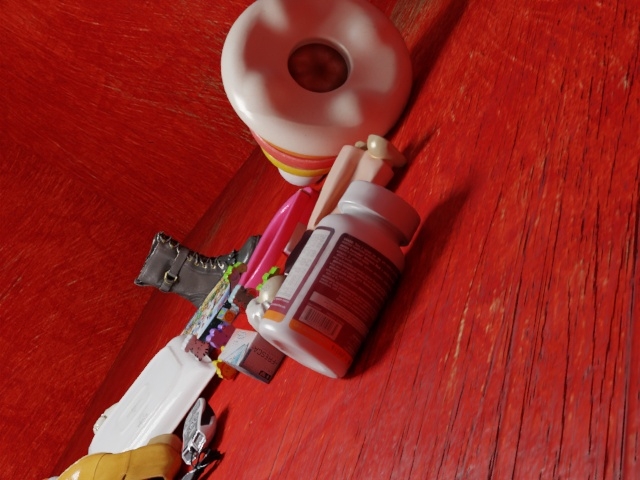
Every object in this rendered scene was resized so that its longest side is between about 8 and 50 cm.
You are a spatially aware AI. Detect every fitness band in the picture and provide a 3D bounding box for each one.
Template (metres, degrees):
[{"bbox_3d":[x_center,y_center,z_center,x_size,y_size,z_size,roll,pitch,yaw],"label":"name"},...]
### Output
[{"bbox_3d":[-0.090,0.006,1.891,0.209,0.054,0.291,-43,17,50],"label":"fitness band"}]

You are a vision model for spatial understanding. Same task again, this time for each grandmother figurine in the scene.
[{"bbox_3d":[0.000,0.000,1.431,0.342,0.104,0.208,-57,2,-12],"label":"grandmother figurine"}]

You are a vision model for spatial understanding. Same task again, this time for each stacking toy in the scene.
[{"bbox_3d":[-0.031,-0.244,1.853,0.351,0.350,0.480,-61,-3,-22],"label":"stacking toy"},{"bbox_3d":[-0.160,0.142,1.715,0.167,0.052,0.221,9,67,59],"label":"stacking toy"}]

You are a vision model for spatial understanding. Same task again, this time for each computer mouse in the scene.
[{"bbox_3d":[-0.191,0.324,1.487,0.106,0.042,0.193,-58,16,20],"label":"computer mouse"}]

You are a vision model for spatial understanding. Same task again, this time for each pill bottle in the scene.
[{"bbox_3d":[0.028,0.045,1.123,0.221,0.121,0.121,-59,12,-14],"label":"pill bottle"}]

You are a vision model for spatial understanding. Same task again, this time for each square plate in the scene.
[{"bbox_3d":[-0.356,0.347,1.857,0.347,0.049,0.344,-53,17,-6],"label":"square plate"}]

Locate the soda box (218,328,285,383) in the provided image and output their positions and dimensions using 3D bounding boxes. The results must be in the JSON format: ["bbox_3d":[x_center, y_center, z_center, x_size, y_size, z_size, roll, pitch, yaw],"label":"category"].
[{"bbox_3d":[-0.112,0.184,1.489,0.063,0.058,0.183,-59,11,-11],"label":"soda box"}]

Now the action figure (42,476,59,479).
[{"bbox_3d":[-0.636,0.675,2.063,0.341,0.178,0.330,-87,23,-72],"label":"action figure"}]

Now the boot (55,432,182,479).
[{"bbox_3d":[-0.373,0.433,1.575,0.295,0.104,0.211,-28,6,5],"label":"boot"}]

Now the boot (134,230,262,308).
[{"bbox_3d":[-0.282,0.047,2.131,0.263,0.229,0.091,-54,12,14],"label":"boot"}]

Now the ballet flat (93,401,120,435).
[{"bbox_3d":[-0.465,0.435,2.151,0.316,0.106,0.108,-46,16,45],"label":"ballet flat"}]

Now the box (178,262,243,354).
[{"bbox_3d":[-0.246,0.181,2.050,0.233,0.044,0.159,-53,18,18],"label":"box"}]
